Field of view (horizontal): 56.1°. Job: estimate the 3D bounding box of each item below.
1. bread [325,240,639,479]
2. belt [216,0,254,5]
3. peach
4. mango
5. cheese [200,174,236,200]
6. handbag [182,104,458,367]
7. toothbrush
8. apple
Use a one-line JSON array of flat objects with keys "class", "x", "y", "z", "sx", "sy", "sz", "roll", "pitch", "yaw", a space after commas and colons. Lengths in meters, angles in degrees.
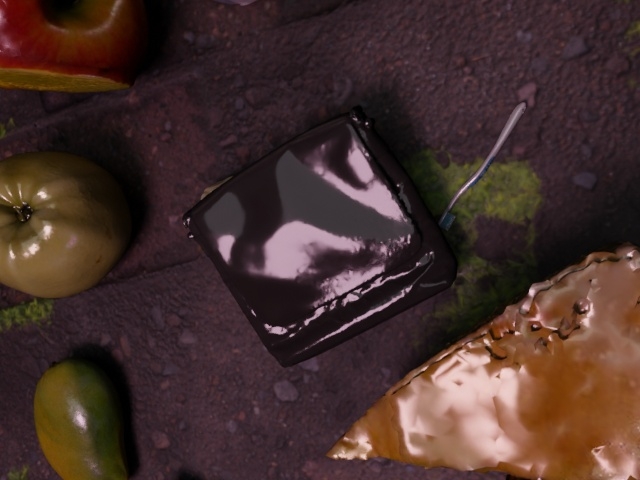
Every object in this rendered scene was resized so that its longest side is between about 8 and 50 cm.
[{"class": "bread", "x": 0.229, "y": 0.167, "z": 0.548, "sx": 0.279, "sy": 0.248, "sz": 0.315, "roll": 46, "pitch": 108, "yaw": 11}, {"class": "belt", "x": -0.157, "y": -0.441, "z": 0.687, "sx": 0.212, "sy": 0.117, "sz": 0.347, "roll": -37, "pitch": 82, "yaw": 14}, {"class": "peach", "x": -0.343, "y": -0.266, "z": 0.705, "sx": 0.274, "sy": 0.248, "sz": 0.245, "roll": -7, "pitch": 65, "yaw": 36}, {"class": "mango", "x": -0.322, "y": 0.250, "z": 0.800, "sx": 0.122, "sy": 0.085, "sz": 0.191, "roll": -6, "pitch": 91, "yaw": 14}, {"class": "cheese", "x": -0.052, "y": -0.065, "z": 0.719, "sx": 0.194, "sy": 0.043, "sz": 0.065, "roll": -19, "pitch": 88, "yaw": 17}, {"class": "handbag", "x": 0.000, "y": 0.000, "z": 0.673, "sx": 0.246, "sy": 0.080, "sz": 0.223, "roll": -30, "pitch": 96, "yaw": 17}, {"class": "toothbrush", "x": 0.177, "y": -0.082, "z": 0.663, "sx": 0.017, "sy": 0.014, "sz": 0.162, "roll": 36, "pitch": 103, "yaw": 26}, {"class": "apple", "x": -0.328, "y": -0.021, "z": 0.738, "sx": 0.200, "sy": 0.200, "sz": 0.200, "roll": 1, "pitch": 94, "yaw": 17}]
